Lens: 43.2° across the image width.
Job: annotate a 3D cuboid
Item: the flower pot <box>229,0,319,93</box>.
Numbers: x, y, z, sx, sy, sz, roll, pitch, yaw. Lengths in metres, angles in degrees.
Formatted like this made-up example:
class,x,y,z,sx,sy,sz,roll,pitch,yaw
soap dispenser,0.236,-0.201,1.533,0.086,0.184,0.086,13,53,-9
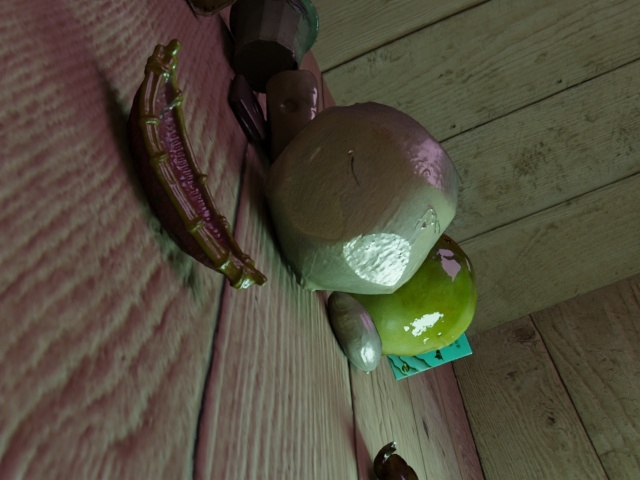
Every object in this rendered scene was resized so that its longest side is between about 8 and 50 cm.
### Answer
class,x,y,z,sx,sy,sz,roll,pitch,yaw
flower pot,-0.109,-0.441,1.831,0.202,0.213,0.212,-89,157,-43

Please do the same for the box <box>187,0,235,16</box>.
class,x,y,z,sx,sy,sz,roll,pitch,yaw
box,-0.236,-0.532,1.586,0.111,0.111,0.177,-97,162,-57

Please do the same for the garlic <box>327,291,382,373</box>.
class,x,y,z,sx,sy,sz,roll,pitch,yaw
garlic,0.079,0.202,1.715,0.195,0.087,0.101,63,-2,-13

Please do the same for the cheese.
class,x,y,z,sx,sy,sz,roll,pitch,yaw
cheese,-0.059,-0.260,1.733,0.235,0.117,0.217,-107,-166,-61

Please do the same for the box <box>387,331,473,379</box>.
class,x,y,z,sx,sy,sz,roll,pitch,yaw
box,0.289,0.276,2.252,0.042,0.227,0.160,9,60,-75

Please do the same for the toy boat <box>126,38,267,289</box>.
class,x,y,z,sx,sy,sz,roll,pitch,yaw
toy boat,-0.163,-0.079,0.987,0.141,0.099,0.317,-35,105,-77

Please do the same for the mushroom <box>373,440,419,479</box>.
class,x,y,z,sx,sy,sz,roll,pitch,yaw
mushroom,0.146,0.456,1.514,0.135,0.080,0.170,72,6,-50

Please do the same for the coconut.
class,x,y,z,sx,sy,sz,roll,pitch,yaw
coconut,0.063,-0.065,1.530,0.346,0.360,0.346,42,-5,5

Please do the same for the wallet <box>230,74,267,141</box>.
class,x,y,z,sx,sy,sz,roll,pitch,yaw
wallet,-0.147,-0.274,1.673,0.152,0.039,0.118,-100,164,-60

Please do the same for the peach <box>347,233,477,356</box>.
class,x,y,z,sx,sy,sz,roll,pitch,yaw
peach,0.205,0.108,1.918,0.314,0.316,0.281,56,5,31
